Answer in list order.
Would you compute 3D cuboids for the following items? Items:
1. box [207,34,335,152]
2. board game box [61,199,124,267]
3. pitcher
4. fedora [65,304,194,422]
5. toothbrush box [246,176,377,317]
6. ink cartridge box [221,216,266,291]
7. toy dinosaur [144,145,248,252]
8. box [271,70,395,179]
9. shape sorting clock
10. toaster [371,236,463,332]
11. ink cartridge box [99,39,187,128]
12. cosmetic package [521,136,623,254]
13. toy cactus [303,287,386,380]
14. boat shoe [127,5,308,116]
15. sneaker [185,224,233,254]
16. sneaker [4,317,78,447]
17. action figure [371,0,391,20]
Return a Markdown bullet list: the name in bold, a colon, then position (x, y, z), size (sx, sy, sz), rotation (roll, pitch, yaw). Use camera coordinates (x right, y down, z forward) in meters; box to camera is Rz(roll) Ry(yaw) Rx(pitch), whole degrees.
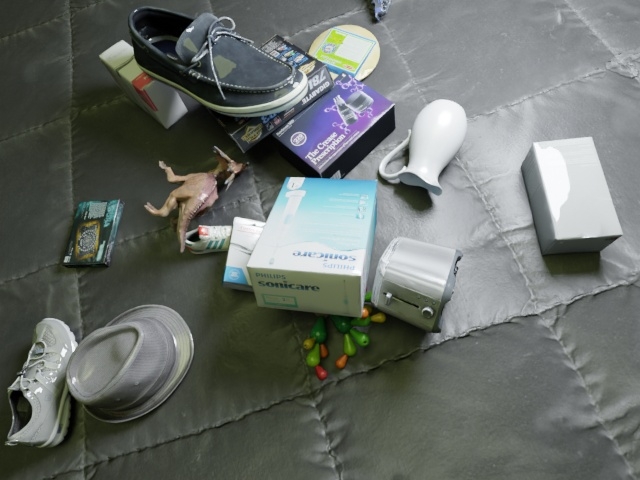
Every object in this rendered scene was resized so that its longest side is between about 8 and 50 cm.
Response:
- **box**: position (-0.156, -0.403, 1.081), size (0.295, 0.073, 0.293), rotation (-39, 50, -2)
- **board game box**: position (-0.605, -0.020, 1.081), size (0.126, 0.026, 0.186), rotation (-2, 67, 9)
- **pitcher**: position (0.245, -0.228, 0.974), size (0.177, 0.125, 0.207), rotation (19, 83, 33)
- **fedora**: position (-0.432, 0.257, 0.880), size (0.275, 0.124, 0.244), rotation (-35, 67, -5)
- **toothbrush box**: position (0.000, 0.000, 0.852), size (0.216, 0.126, 0.296), rotation (3, 42, 11)
- **ink cartridge box**: position (-0.164, 0.024, 0.945), size (0.104, 0.060, 0.180), rotation (10, 68, -14)
- **toy dinosaur**: position (-0.282, -0.118, 0.962), size (0.200, 0.127, 0.296), rotation (-14, 44, 11)
- **box**: position (0.037, -0.280, 1.036), size (0.261, 0.103, 0.184), rotation (-45, 65, -9)
- **shape sorting clock**: position (0.067, -0.535, 1.168), size (0.206, 0.040, 0.206), rotation (-2, 69, 6)
- **toaster**: position (0.196, 0.074, 0.818), size (0.146, 0.129, 0.227), rotation (18, 31, 18)
- **ink cartridge box**: position (-0.510, -0.450, 1.171), size (0.218, 0.158, 0.092), rotation (37, 74, 21)
- **cosmetic package**: position (0.530, -0.095, 0.870), size (0.127, 0.107, 0.238), rotation (-2, 70, 9)
- **toy cactus**: position (0.027, 0.165, 0.859), size (0.180, 0.112, 0.219), rotation (38, 87, 32)
- **boat shoe**: position (-0.260, -0.432, 0.958), size (0.500, 0.156, 0.187), rotation (26, 64, 18)
- **sneaker**: position (-0.260, -0.009, 0.987), size (0.161, 0.075, 0.057), rotation (-11, 66, 6)
- **sneaker**: position (-0.616, 0.304, 0.888), size (0.105, 0.115, 0.281), rotation (-23, 65, 16)
- **action figure**: position (0.233, -0.830, 1.232), size (0.330, 0.178, 0.341), rotation (3, 95, 19)
